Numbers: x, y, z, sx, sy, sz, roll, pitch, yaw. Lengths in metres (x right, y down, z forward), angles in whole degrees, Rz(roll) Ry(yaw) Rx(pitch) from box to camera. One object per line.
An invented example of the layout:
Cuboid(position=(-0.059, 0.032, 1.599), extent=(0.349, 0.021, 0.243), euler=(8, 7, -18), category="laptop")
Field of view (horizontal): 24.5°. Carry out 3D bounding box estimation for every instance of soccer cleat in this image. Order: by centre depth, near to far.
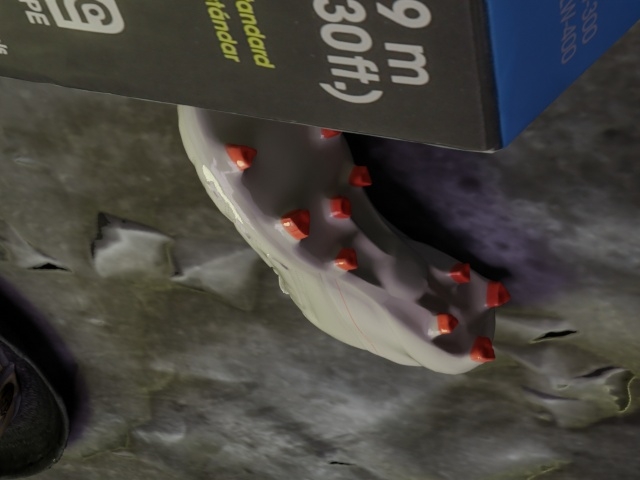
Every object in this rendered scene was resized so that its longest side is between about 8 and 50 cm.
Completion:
Cuboid(position=(0.000, 0.000, 0.615), extent=(0.076, 0.068, 0.196), euler=(-7, 142, 44), category="soccer cleat")

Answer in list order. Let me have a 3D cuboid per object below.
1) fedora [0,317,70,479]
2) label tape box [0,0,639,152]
Cuboid(position=(-0.318, 0.114, 0.908), extent=(0.334, 0.153, 0.334), euler=(16, 149, 10), category="fedora")
Cuboid(position=(-0.011, -0.143, 0.349), extent=(0.347, 0.115, 0.249), euler=(12, 148, 20), category="label tape box")
